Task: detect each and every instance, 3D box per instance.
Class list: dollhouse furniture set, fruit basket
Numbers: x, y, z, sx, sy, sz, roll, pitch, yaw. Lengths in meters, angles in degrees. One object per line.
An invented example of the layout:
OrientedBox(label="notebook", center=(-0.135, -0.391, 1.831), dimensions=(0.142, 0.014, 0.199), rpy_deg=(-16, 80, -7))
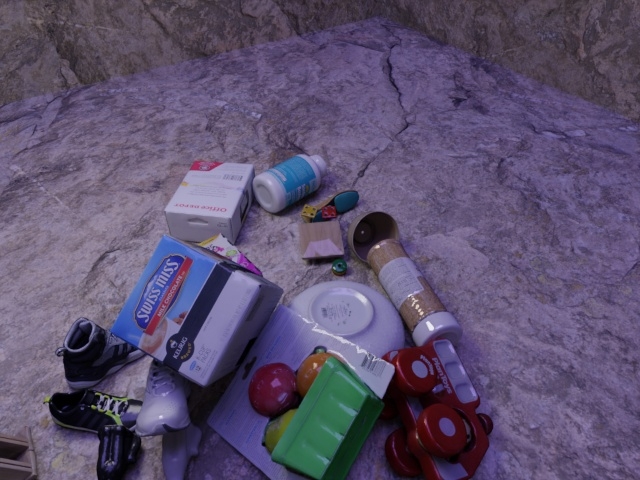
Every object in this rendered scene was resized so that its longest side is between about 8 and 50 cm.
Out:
OrientedBox(label="dollhouse furniture set", center=(-0.714, 0.480, 1.027), dimensions=(0.184, 0.129, 0.129), rpy_deg=(-42, 49, 0))
OrientedBox(label="fruit basket", center=(-0.050, 0.346, 1.090), dimensions=(0.353, 0.165, 0.327), rpy_deg=(19, 73, 43))

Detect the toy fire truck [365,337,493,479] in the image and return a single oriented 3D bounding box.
OrientedBox(label="toy fire truck", center=(0.257, 0.363, 1.088), dimensions=(0.254, 0.169, 0.302), rpy_deg=(-2, 53, -31))

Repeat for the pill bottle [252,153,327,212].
OrientedBox(label="pill bottle", center=(-0.100, -0.214, 1.768), dimensions=(0.264, 0.146, 0.146), rpy_deg=(-33, 51, -31))

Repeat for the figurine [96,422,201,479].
OrientedBox(label="figurine", center=(-0.357, 0.489, 1.024), dimensions=(0.215, 0.092, 0.209), rpy_deg=(-5, 49, -6))

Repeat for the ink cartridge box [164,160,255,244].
OrientedBox(label="ink cartridge box", center=(-0.363, -0.135, 1.693), dimensions=(0.226, 0.131, 0.306), rpy_deg=(6, 43, 7))

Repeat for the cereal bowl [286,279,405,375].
OrientedBox(label="cereal bowl", center=(0.053, 0.223, 1.272), dimensions=(0.339, 0.141, 0.339), rpy_deg=(0, 42, 0))

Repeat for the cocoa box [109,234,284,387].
OrientedBox(label="cocoa box", center=(-0.253, 0.152, 1.125), dimensions=(0.228, 0.347, 0.231), rpy_deg=(28, 86, 7))

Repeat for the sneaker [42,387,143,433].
OrientedBox(label="sneaker", center=(-0.508, 0.383, 1.125), dimensions=(0.235, 0.097, 0.084), rpy_deg=(0, 41, 0))

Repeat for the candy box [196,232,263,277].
OrientedBox(label="candy box", center=(-0.298, 0.091, 1.478), dimensions=(0.159, 0.071, 0.233), rpy_deg=(-30, 48, -28))

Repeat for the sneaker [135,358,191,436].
OrientedBox(label="sneaker", center=(-0.337, 0.315, 1.061), dimensions=(0.111, 0.129, 0.297), rpy_deg=(-6, 9, -14))

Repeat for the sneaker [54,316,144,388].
OrientedBox(label="sneaker", center=(-0.521, 0.241, 1.246), dimensions=(0.101, 0.153, 0.268), rpy_deg=(31, 50, 30))

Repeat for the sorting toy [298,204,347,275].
OrientedBox(label="sorting toy", center=(0.000, 0.000, 1.583), dimensions=(0.132, 0.046, 0.274), rpy_deg=(-5, 54, -5))

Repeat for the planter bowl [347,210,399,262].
OrientedBox(label="planter bowl", center=(0.149, -0.018, 1.552), dimensions=(0.162, 0.162, 0.109), rpy_deg=(-17, 16, -18))

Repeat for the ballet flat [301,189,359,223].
OrientedBox(label="ballet flat", center=(0.031, -0.123, 1.718), dimensions=(0.232, 0.080, 0.073), rpy_deg=(-29, 36, -30))

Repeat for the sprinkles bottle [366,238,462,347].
OrientedBox(label="sprinkles bottle", center=(0.247, 0.146, 1.371), dimensions=(0.121, 0.121, 0.355), rpy_deg=(-13, 43, -14))

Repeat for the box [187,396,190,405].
OrientedBox(label="box", center=(-0.348, 0.384, 1.182), dimensions=(0.067, 0.018, 0.083), rpy_deg=(-1, 41, 0))
